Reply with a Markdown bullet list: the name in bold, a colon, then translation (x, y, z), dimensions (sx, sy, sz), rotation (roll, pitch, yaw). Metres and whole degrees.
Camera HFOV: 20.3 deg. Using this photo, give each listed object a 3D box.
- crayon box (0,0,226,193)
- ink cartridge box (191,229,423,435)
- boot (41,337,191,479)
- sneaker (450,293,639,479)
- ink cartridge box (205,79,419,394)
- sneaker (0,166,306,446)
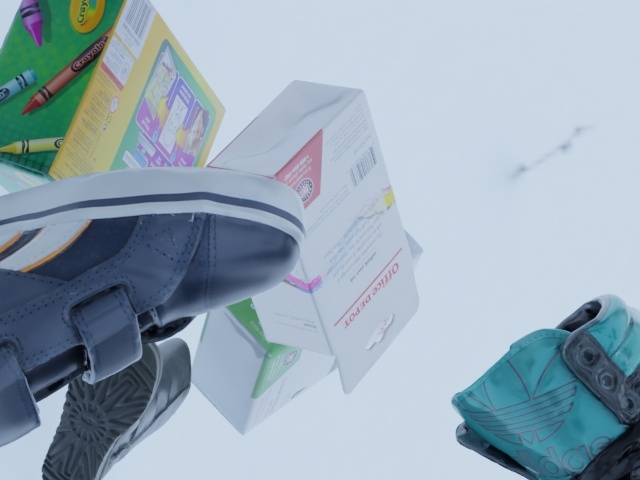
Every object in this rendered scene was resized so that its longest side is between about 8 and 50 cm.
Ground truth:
- **crayon box**: translation (-0.171, -0.090, 1.418), dimensions (0.278, 0.081, 0.165), rotation (56, 53, -69)
- **ink cartridge box**: translation (-0.014, 0.073, 1.798), dimensions (0.219, 0.160, 0.092), rotation (-33, 68, -31)
- **boot**: translation (-0.161, 0.133, 1.615), dimensions (0.076, 0.189, 0.208), rotation (40, 25, 10)
- **sneaker**: translation (0.151, 0.134, 0.950), dimensions (0.178, 0.124, 0.295), rotation (34, 36, -13)
- **ink cartridge box**: translation (0.000, 0.000, 1.279), dimensions (0.115, 0.067, 0.198), rotation (-47, 133, -37)
- **sneaker**: translation (-0.162, 0.046, 0.924), dimensions (0.126, 0.321, 0.127), rotation (88, -5, -66)
